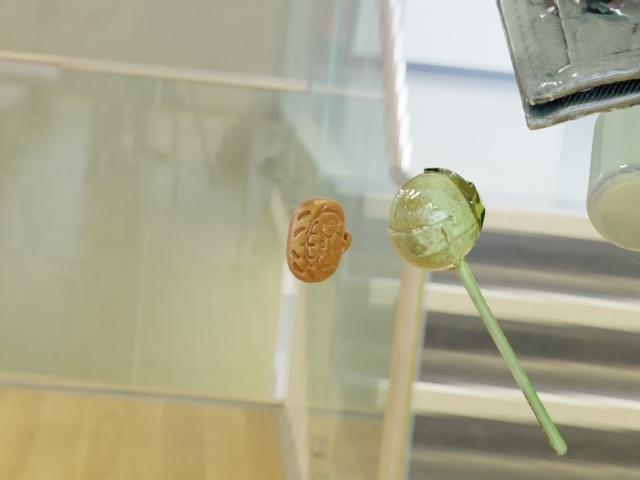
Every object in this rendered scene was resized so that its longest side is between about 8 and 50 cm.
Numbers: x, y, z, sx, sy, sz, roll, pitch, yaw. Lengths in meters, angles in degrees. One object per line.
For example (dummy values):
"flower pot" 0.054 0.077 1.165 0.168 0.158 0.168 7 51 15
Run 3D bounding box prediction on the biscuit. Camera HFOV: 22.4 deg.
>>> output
"biscuit" 0.000 0.000 1.706 0.078 0.091 0.015 -1 10 -31

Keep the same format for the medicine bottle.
"medicine bottle" 0.409 -0.106 2.029 0.139 0.139 0.225 7 43 8

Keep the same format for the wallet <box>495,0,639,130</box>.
"wallet" 0.321 -0.220 1.370 0.342 0.075 0.237 -12 42 8

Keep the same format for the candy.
"candy" 0.103 0.047 0.976 0.061 0.202 0.061 -28 16 9
